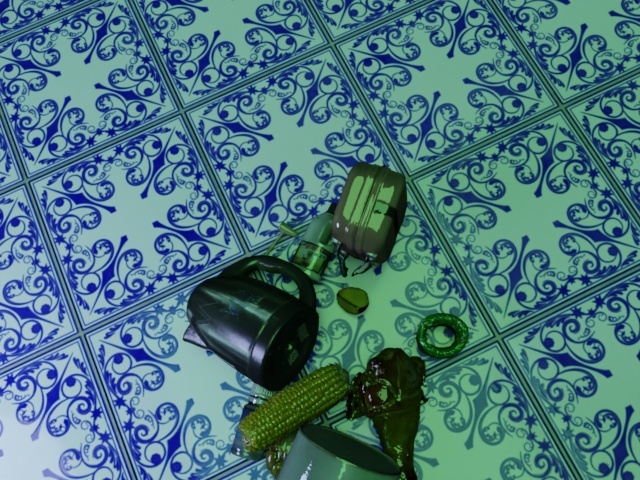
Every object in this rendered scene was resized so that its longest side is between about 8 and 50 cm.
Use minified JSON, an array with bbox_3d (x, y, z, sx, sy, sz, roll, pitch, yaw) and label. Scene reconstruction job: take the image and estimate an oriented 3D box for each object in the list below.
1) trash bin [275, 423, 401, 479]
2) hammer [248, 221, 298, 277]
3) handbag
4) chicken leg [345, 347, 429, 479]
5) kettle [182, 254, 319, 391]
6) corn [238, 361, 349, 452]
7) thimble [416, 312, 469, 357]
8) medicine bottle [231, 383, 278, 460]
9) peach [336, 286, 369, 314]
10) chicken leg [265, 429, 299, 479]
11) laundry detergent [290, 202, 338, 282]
[{"bbox_3d":[-0.013,0.654,1.362,0.281,0.280,0.431,21,87,9],"label":"trash bin"},{"bbox_3d":[-0.139,0.041,1.721,0.060,0.028,0.195,36,82,6],"label":"hammer"},{"bbox_3d":[0.119,-0.034,1.587,0.149,0.302,0.283,21,82,10],"label":"handbag"},{"bbox_3d":[0.160,0.439,1.523,0.212,0.140,0.360,8,70,-3],"label":"chicken leg"},{"bbox_3d":[-0.174,0.172,1.584,0.324,0.228,0.321,24,65,28],"label":"kettle"},{"bbox_3d":[-0.059,0.405,1.523,0.318,0.115,0.115,-26,73,-26],"label":"corn"},{"bbox_3d":[0.309,0.246,1.596,0.130,0.090,0.118,21,77,9],"label":"thimble"},{"bbox_3d":[-0.158,0.445,1.569,0.084,0.083,0.203,14,73,7],"label":"medicine bottle"},{"bbox_3d":[0.084,0.163,1.653,0.083,0.050,0.077,0,50,-6],"label":"peach"},{"bbox_3d":[-0.085,0.567,1.534,0.103,0.088,0.227,3,80,-6],"label":"chicken leg"},{"bbox_3d":[0.000,0.000,1.697,0.099,0.070,0.225,19,74,29],"label":"laundry detergent"}]
